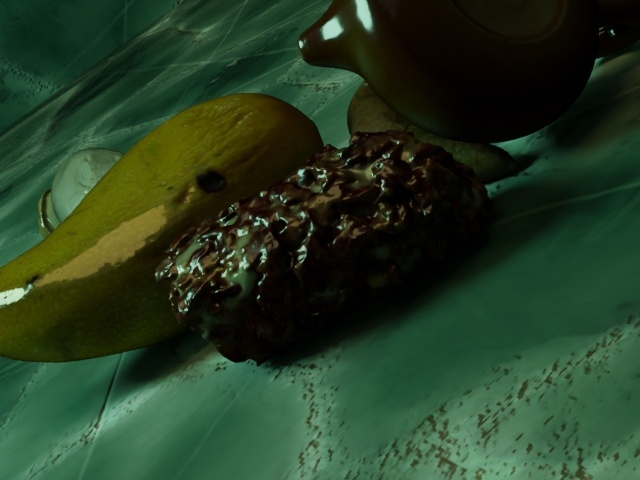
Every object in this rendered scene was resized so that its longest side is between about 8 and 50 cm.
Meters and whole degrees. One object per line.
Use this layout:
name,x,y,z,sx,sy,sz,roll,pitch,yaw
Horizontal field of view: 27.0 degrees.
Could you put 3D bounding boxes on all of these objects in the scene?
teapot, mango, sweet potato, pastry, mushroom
teapot,0.107,-0.141,0.898,0.252,0.178,0.135,-3,-18,-27
mango,-0.114,0.001,0.982,0.295,0.120,0.177,-44,29,-23
sweet potato,0.060,-0.076,0.977,0.078,0.058,0.255,-17,21,-9
pastry,0.000,0.001,0.828,0.208,0.097,0.115,-27,29,14
mushroom,-0.223,-0.040,1.315,0.212,0.088,0.097,-8,63,63
